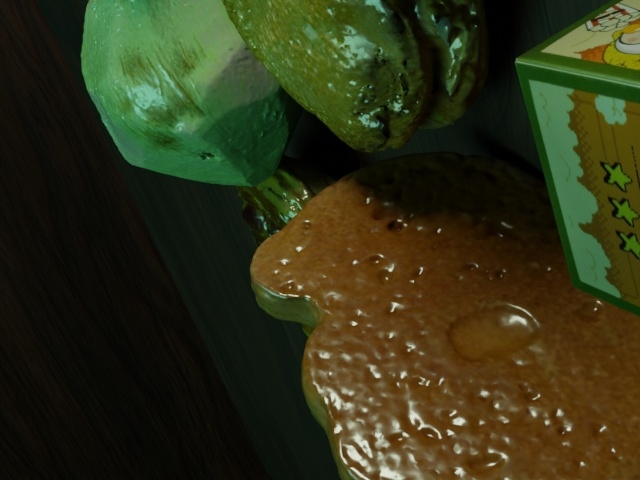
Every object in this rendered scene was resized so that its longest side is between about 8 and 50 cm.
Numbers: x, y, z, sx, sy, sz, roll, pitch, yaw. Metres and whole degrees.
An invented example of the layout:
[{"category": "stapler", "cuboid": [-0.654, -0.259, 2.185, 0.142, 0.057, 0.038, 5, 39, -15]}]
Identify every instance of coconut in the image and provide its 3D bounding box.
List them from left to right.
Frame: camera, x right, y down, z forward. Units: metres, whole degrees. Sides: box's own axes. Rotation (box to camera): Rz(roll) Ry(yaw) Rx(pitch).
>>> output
[{"category": "coconut", "cuboid": [-0.147, -0.219, 1.278, 0.328, 0.281, 0.328, 10, 113, 25]}]

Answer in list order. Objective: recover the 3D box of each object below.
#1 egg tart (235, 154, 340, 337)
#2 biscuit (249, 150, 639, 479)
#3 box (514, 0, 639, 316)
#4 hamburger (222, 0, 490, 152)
[{"category": "egg tart", "cuboid": [0.000, 0.000, 1.439, 0.351, 0.153, 0.339, 24, 142, 60]}, {"category": "biscuit", "cuboid": [0.146, 0.082, 0.908, 0.078, 0.350, 0.455, 75, 170, -48]}, {"category": "box", "cuboid": [0.254, -0.066, 0.610, 0.148, 0.195, 0.177, 31, 148, 55]}, {"category": "hamburger", "cuboid": [0.034, -0.234, 0.944, 0.314, 0.170, 0.290, 44, 160, 33]}]
